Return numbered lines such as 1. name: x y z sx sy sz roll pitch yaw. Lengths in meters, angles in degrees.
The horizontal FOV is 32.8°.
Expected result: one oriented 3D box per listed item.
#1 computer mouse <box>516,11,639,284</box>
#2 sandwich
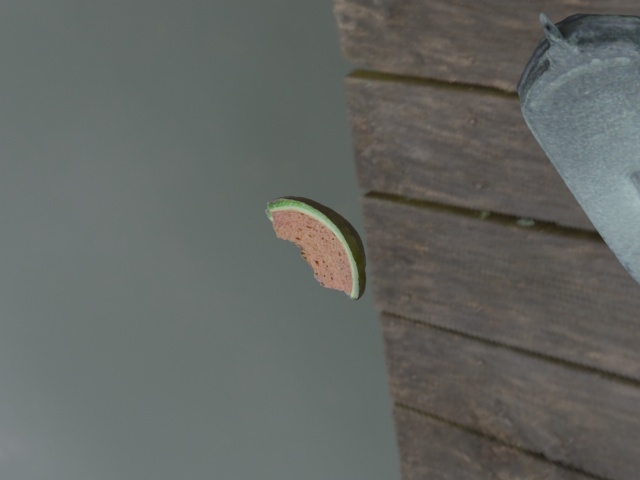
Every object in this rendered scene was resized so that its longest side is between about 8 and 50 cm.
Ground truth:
1. computer mouse: 0.211 -0.057 0.705 0.113 0.068 0.229 -24 102 43
2. sandwich: 0.002 0.000 1.093 0.135 0.029 0.067 46 124 9
